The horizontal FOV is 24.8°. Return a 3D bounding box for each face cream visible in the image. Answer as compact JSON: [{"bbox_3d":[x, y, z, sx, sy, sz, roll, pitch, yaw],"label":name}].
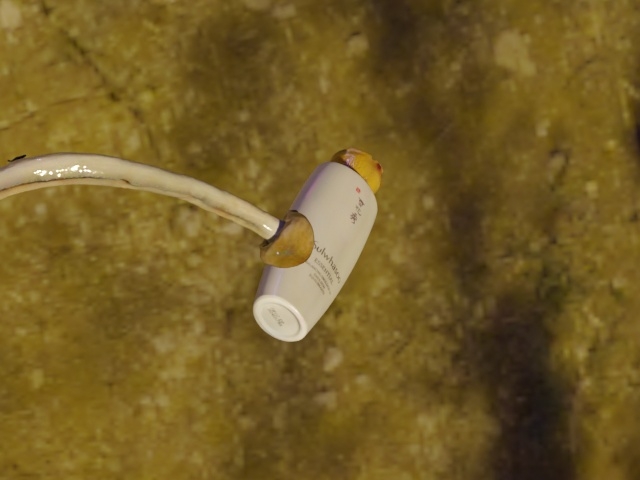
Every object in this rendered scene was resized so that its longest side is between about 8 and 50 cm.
[{"bbox_3d":[0.000,0.000,1.127,0.072,0.051,0.182,55,40,-25],"label":"face cream"}]

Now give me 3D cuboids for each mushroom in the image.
[{"bbox_3d":[-0.147,-0.025,0.964,0.306,0.043,0.068,8,99,-19],"label":"mushroom"}]
